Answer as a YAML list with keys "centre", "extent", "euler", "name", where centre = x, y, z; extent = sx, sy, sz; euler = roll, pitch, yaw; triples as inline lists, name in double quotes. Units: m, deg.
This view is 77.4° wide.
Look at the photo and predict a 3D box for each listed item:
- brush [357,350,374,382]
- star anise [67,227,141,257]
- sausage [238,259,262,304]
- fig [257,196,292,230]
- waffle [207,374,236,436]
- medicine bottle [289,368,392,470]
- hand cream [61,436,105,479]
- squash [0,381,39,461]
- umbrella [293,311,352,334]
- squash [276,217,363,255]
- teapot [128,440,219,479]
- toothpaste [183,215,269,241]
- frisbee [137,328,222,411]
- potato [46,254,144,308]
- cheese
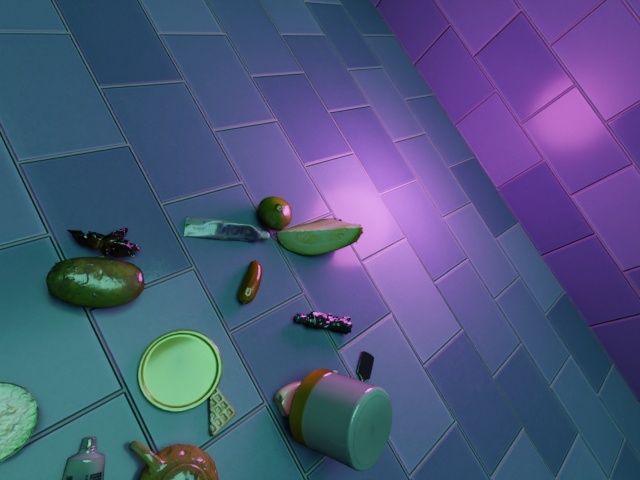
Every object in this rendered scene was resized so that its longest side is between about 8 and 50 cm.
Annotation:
- centre: [0.156, 0.506, 1.478]
  extent: [0.063, 0.016, 0.193]
  euler: [31, 52, -15]
  name: "brush"
- centre: [-0.624, 0.005, 1.203]
  extent: [0.213, 0.053, 0.157]
  euler: [23, 17, 17]
  name: "star anise"
- centre: [-0.239, 0.144, 1.394]
  extent: [0.062, 0.054, 0.183]
  euler: [52, 41, -37]
  name: "sausage"
- centre: [-0.172, -0.104, 1.529]
  extent: [0.136, 0.120, 0.153]
  euler: [14, 24, -23]
  name: "fig"
- centre: [-0.324, 0.483, 1.177]
  extent: [0.097, 0.023, 0.152]
  euler: [-33, 87, -42]
  name: "waffle"
- centre: [0.064, 0.536, 1.215]
  extent: [0.238, 0.232, 0.237]
  euler: [-4, 96, -50]
  name: "medicine bottle"
- centre: [-0.564, 0.642, 0.924]
  extent: [0.125, 0.078, 0.340]
  euler: [11, 68, -29]
  name: "hand cream"
- centre: [-0.730, 0.410, 0.891]
  extent: [0.170, 0.123, 0.170]
  euler: [16, 58, -26]
  name: "squash"
- centre: [0.010, 0.302, 1.468]
  extent: [0.236, 0.059, 0.066]
  euler: [13, 42, -28]
  name: "umbrella"
- centre: [0.000, 0.000, 1.569]
  extent: [0.289, 0.203, 0.111]
  euler: [-18, 115, -41]
  name: "squash"
- centre: [-0.359, 0.612, 0.994]
  extent: [0.311, 0.167, 0.203]
  euler: [49, 51, -1]
  name: "teapot"
- centre: [-0.331, -0.034, 1.434]
  extent: [0.301, 0.048, 0.075]
  euler: [8, 89, -22]
  name: "toothpaste"
- centre: [-0.407, 0.376, 1.170]
  extent: [0.236, 0.017, 0.235]
  euler: [11, 59, -19]
  name: "frisbee"
- centre: [-0.624, 0.118, 1.126]
  extent: [0.251, 0.113, 0.149]
  euler: [8, 58, -37]
  name: "potato"
- centre: [-0.030, 0.511, 1.334]
  extent: [0.256, 0.050, 0.127]
  euler: [-18, 76, -38]
  name: "cheese"
